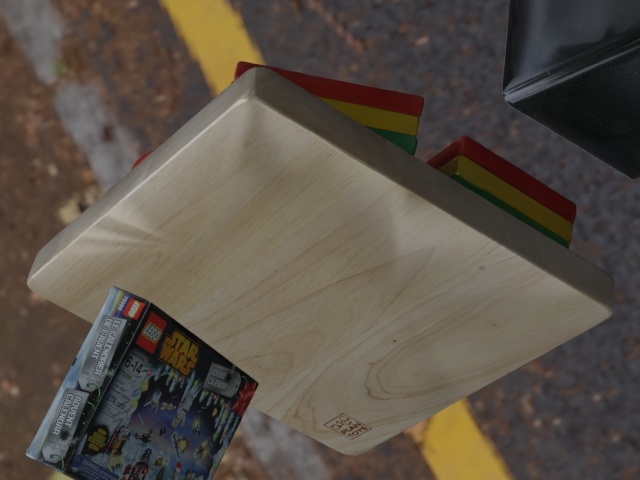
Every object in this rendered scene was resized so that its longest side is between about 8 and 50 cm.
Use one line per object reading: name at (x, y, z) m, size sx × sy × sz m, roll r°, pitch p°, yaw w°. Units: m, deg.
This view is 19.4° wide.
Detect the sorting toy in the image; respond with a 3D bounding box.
sorting toy at (0.000, 0.000, 1.121) m, size 0.255 × 0.089 × 0.257 m, roll 30°, pitch 141°, yaw -23°

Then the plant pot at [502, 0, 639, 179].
plant pot at (0.291, -0.193, 1.679) m, size 0.167 × 0.188 × 0.187 m, roll -23°, pitch 50°, yaw 45°

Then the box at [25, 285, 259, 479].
box at (-0.088, 0.090, 0.962) m, size 0.027 × 0.094 × 0.137 m, roll 20°, pitch 168°, yaw 28°
